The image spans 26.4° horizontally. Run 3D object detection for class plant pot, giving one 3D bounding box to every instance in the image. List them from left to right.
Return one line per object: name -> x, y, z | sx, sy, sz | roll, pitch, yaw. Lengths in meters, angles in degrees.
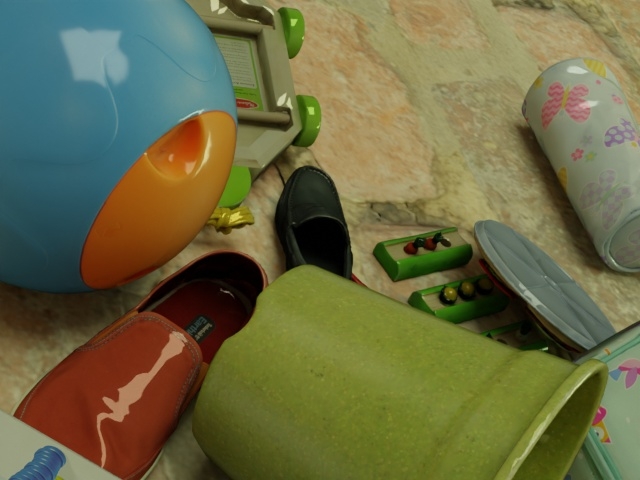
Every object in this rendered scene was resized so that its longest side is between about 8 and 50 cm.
plant pot -> 0.048, 0.155, 1.087 | 0.254, 0.276, 0.276 | 30, 38, 20

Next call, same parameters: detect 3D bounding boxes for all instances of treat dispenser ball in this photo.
treat dispenser ball -> -0.213, -0.098, 1.153 | 0.288, 0.288, 0.288 | 16, 41, -15

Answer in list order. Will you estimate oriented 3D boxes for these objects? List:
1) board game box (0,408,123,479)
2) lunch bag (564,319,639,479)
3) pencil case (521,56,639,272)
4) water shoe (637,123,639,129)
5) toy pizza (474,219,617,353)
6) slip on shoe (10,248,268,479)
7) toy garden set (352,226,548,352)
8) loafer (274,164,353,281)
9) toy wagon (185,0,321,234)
board game box -> -0.205, 0.278, 0.828 | 0.308, 0.086, 0.302 | 27, 54, 10
lunch bag -> 0.324, 0.188, 1.264 | 0.279, 0.108, 0.224 | -22, 81, -41
pencil case -> 0.334, -0.093, 1.591 | 0.113, 0.124, 0.273 | 52, 13, -48
water shoe -> 0.441, -0.112, 1.733 | 0.203, 0.073, 0.080 | 9, 20, -25
toy pizza -> 0.229, 0.056, 1.408 | 0.201, 0.032, 0.201 | 37, 18, -14
slip on shoe -> -0.147, 0.108, 1.119 | 0.123, 0.101, 0.331 | 37, 42, 8
toy garden set -> 0.129, 0.082, 1.345 | 0.204, 0.049, 0.244 | -11, 54, -38
loafer -> 0.000, 0.000, 1.335 | 0.076, 0.078, 0.223 | 15, 41, -16
toy wagon -> -0.133, -0.148, 1.401 | 0.267, 0.068, 0.344 | 4, 58, -25
